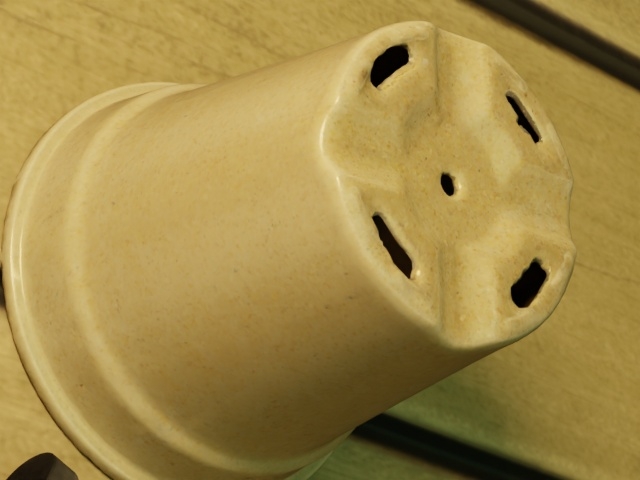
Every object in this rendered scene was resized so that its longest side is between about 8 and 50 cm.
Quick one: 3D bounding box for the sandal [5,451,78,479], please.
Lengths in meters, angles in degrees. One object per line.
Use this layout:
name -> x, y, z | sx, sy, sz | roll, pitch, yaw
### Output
sandal -> -0.233, 0.232, 1.203 | 0.054, 0.097, 0.254 | 44, 41, -22

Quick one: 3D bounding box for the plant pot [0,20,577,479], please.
plant pot -> 0.000, 0.000, 1.338 | 0.334, 0.305, 0.334 | 16, 64, -37
